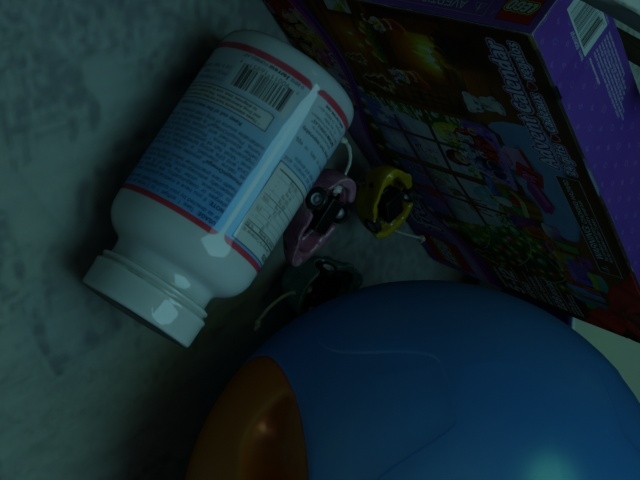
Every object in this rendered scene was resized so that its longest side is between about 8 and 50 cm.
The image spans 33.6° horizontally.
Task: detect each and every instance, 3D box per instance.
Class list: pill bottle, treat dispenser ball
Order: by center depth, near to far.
[{"bbox_3d":[-0.056,-0.027,0.572,0.160,0.087,0.087,-58,137,-12],"label":"pill bottle"},{"bbox_3d":[0.061,0.167,0.625,0.288,0.288,0.288,-20,120,-40],"label":"treat dispenser ball"}]

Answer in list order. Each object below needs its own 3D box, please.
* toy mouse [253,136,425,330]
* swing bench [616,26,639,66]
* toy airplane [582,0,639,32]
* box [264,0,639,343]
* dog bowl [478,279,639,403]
[{"bbox_3d":[0.000,0.000,0.668,0.143,0.031,0.161,-45,150,-15],"label":"toy mouse"},{"bbox_3d":[0.253,-0.204,0.630,0.165,0.253,0.255,21,108,-35],"label":"swing bench"},{"bbox_3d":[0.147,-0.275,0.382,0.386,0.272,0.384,-16,79,-18],"label":"toy airplane"},{"bbox_3d":[0.104,-0.058,0.643,0.057,0.201,0.293,-52,136,-15],"label":"box"},{"bbox_3d":[0.251,0.084,0.843,0.265,0.104,0.265,3,85,-33],"label":"dog bowl"}]
